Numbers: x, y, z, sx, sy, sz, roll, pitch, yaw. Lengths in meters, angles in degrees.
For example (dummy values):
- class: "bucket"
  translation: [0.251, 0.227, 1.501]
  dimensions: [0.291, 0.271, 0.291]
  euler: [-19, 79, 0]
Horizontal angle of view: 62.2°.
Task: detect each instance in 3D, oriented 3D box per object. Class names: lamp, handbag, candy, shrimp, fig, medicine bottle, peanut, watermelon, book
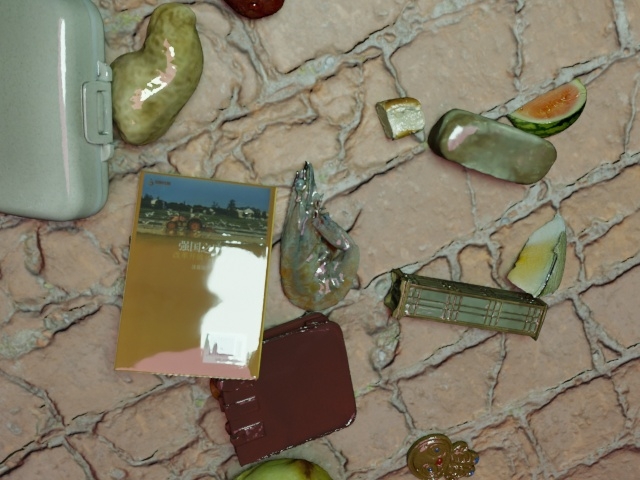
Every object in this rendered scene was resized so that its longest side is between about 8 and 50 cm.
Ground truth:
- class: "lamp"
  translation: [0.305, 0.134, 1.117]
  dimensions: [0.325, 0.089, 0.090]
  euler: [9, 104, -9]
- class: "handbag"
  translation: [-0.072, 0.300, 1.090]
  dimensions: [0.275, 0.084, 0.260]
  euler: [-17, 108, -18]
- class: "candy"
  translation: [0.330, -0.180, 1.028]
  dimensions: [0.233, 0.104, 0.102]
  euler: [18, 104, -11]
- class: "shrimp"
  translation: [0.000, 0.000, 1.066]
  dimensions: [0.164, 0.062, 0.317]
  euler: [-2, 109, -10]
- class: "fig"
  translation: [-0.103, -0.458, 0.910]
  dimensions: [0.119, 0.119, 0.153]
  euler: [30, 85, -13]
- class: "medicine bottle"
  translation: [-0.482, -0.224, 0.888]
  dimensions: [0.282, 0.123, 0.376]
  euler: [8, 104, 15]
- class: "peanut"
  translation: [-0.286, -0.285, 0.923]
  dimensions: [0.137, 0.122, 0.253]
  euler: [35, 97, -32]
- class: "watermelon"
  translation: [0.466, -0.247, 1.045]
  dimensions: [0.163, 0.069, 0.087]
  euler: [-29, 107, 0]
- class: "book"
  translation: [-0.229, 0.064, 0.999]
  dimensions: [0.262, 0.028, 0.375]
  euler: [6, 80, -8]

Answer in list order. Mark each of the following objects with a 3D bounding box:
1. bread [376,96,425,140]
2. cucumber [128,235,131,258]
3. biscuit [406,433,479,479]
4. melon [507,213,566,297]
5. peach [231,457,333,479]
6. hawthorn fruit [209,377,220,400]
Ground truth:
- class: "bread"
  translation: [0.151, -0.236, 1.007]
  dimensions: [0.070, 0.083, 0.077]
  euler: [-22, 106, -4]
- class: "cucumber"
  translation: [-0.300, 0.121, 1.055]
  dimensions: [0.072, 0.072, 0.300]
  euler: [-22, 103, 0]
- class: "biscuit"
  translation: [0.289, 0.515, 1.248]
  dimensions: [0.174, 0.026, 0.124]
  euler: [11, 104, -9]
- class: "melon"
  translation: [0.475, 0.050, 1.128]
  dimensions: [0.139, 0.093, 0.203]
  euler: [46, 65, -41]
- class: "peach"
  translation: [-0.075, 0.635, 1.110]
  dimensions: [0.314, 0.281, 0.316]
  euler: [43, 89, -9]
- class: "hawthorn fruit"
  translation: [-0.211, 0.291, 1.116]
  dimensions: [0.066, 0.067, 0.103]
  euler: [-30, 98, 2]
